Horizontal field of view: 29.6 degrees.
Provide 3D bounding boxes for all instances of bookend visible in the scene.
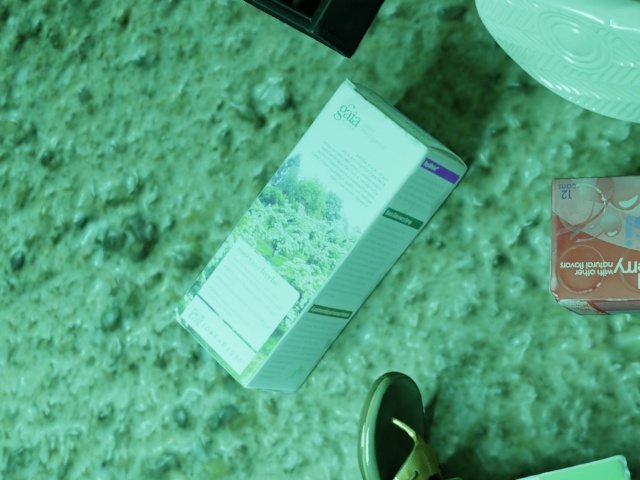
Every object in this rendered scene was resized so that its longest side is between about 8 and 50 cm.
[{"bbox_3d":[-0.008,-0.262,1.024,0.156,0.072,0.157,34,96,28],"label":"bookend"}]

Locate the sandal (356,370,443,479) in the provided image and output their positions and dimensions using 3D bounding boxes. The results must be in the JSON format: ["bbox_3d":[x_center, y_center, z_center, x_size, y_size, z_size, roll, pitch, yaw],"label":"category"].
[{"bbox_3d":[0.065,0.188,0.902,0.049,0.072,0.180,-2,85,39],"label":"sandal"}]

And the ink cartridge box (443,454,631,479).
[{"bbox_3d":[0.116,0.249,0.837,0.235,0.056,0.171,-17,89,12],"label":"ink cartridge box"}]

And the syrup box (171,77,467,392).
[{"bbox_3d":[0.000,0.000,0.957,0.093,0.096,0.237,42,100,25],"label":"syrup box"}]

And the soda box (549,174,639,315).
[{"bbox_3d":[0.292,0.002,0.816,0.263,0.083,0.092,-2,80,26],"label":"soda box"}]

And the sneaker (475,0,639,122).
[{"bbox_3d":[0.280,-0.164,0.845,0.350,0.131,0.148,21,69,34],"label":"sneaker"}]
